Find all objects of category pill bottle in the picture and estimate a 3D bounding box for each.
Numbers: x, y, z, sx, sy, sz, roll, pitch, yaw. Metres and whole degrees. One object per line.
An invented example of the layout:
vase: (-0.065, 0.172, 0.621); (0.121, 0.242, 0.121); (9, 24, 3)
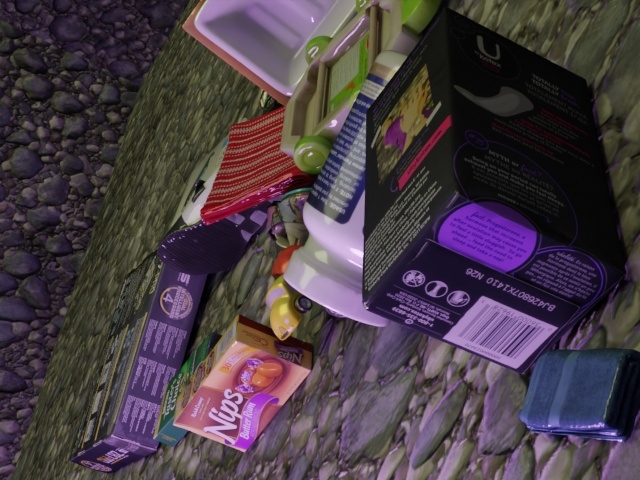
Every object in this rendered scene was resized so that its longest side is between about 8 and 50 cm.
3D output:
pill bottle: (0.073, -0.052, 1.231); (0.264, 0.153, 0.153); (-63, 17, 7)

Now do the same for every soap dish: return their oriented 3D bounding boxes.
soap dish: (-0.042, -0.383, 1.852); (0.291, 0.229, 0.118); (-53, -1, 5)

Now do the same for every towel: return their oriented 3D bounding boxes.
towel: (0.194, 0.112, 0.865); (0.119, 0.029, 0.067); (-17, 51, 69)
towel: (-0.080, -0.138, 1.818); (0.199, 0.031, 0.274); (-20, 30, 22)

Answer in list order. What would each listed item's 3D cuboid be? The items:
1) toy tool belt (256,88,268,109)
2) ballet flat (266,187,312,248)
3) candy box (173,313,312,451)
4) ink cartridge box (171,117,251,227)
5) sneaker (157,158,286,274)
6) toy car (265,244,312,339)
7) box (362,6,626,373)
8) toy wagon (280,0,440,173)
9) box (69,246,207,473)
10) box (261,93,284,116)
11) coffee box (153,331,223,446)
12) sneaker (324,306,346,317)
toy tool belt: (-0.090, -0.282, 2.196); (0.083, 0.052, 0.051); (-65, 25, 0)
ballet flat: (-0.033, -0.026, 1.673); (0.221, 0.077, 0.079); (166, 108, -75)
candy box: (-0.102, 0.186, 1.507); (0.186, 0.109, 0.053); (-53, 22, 34)
ink cartridge box: (-0.208, -0.062, 2.231); (0.296, 0.066, 0.261); (-35, 34, 58)
sneaker: (-0.157, -0.061, 2.002); (0.330, 0.122, 0.146); (-38, 29, 37)
toy car: (0.000, 0.000, 1.501); (0.225, 0.053, 0.239); (-55, 8, 13)
box: (0.139, -0.048, 1.008); (0.143, 0.165, 0.270); (-52, 21, 37)
toy wagon: (0.064, -0.249, 1.628); (0.344, 0.068, 0.267); (-41, 29, 34)
box: (-0.336, 0.213, 2.170); (0.318, 0.097, 0.394); (-38, 34, 60)
box: (-0.058, -0.238, 2.023); (0.052, 0.062, 0.083); (-42, 30, 51)
coffee box: (-0.204, 0.238, 1.855); (0.184, 0.040, 0.113); (-48, 25, 44)
sneaker: (0.065, -0.006, 1.357); (0.211, 0.080, 0.081); (-63, -4, 6)
